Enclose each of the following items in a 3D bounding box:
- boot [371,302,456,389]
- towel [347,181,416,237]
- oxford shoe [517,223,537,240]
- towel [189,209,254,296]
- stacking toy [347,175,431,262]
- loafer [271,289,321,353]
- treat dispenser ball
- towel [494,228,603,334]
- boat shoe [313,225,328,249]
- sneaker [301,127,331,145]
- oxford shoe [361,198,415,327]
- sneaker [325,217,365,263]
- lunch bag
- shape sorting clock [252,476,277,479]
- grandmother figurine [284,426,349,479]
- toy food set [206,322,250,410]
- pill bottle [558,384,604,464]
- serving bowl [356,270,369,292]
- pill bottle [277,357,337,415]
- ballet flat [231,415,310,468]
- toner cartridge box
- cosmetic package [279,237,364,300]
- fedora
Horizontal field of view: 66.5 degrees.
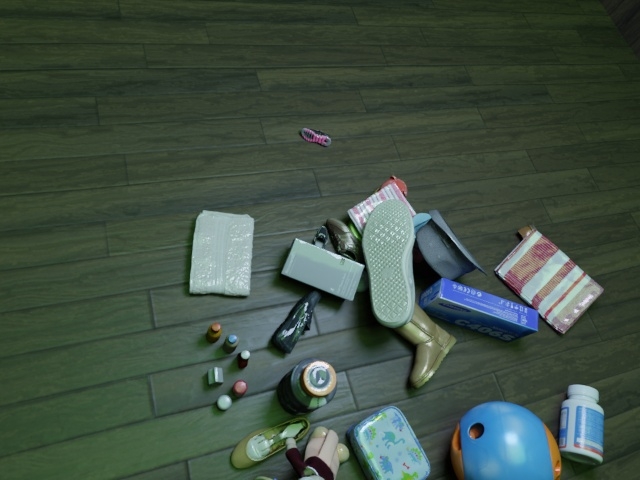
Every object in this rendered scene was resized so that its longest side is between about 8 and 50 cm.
[{"bbox_3d":[0.269,0.302,1.556,0.269,0.089,0.236,41,57,9],"label":"boot"},{"bbox_3d":[0.207,-0.092,1.664,0.197,0.029,0.144,-32,82,-2],"label":"towel"},{"bbox_3d":[0.813,0.047,1.863,0.076,0.076,0.212,-19,72,8],"label":"oxford shoe"},{"bbox_3d":[-0.305,0.037,1.526,0.187,0.049,0.282,5,64,-14],"label":"towel"},{"bbox_3d":[0.266,-0.056,1.699,0.279,0.130,0.309,-37,79,-29],"label":"stacking toy"},{"bbox_3d":[-0.061,0.244,1.488,0.078,0.076,0.223,44,58,-9],"label":"loafer"},{"bbox_3d":[0.511,0.599,1.358,0.288,0.288,0.288,7,63,-14],"label":"treat dispenser ball"},{"bbox_3d":[0.832,0.147,1.777,0.329,0.037,0.237,44,82,7],"label":"towel"},{"bbox_3d":[0.000,0.000,1.642,0.046,0.038,0.125,19,59,1],"label":"boat shoe"},{"bbox_3d":[-0.016,-0.398,1.837,0.119,0.047,0.057,21,44,-10],"label":"sneaker"},{"bbox_3d":[0.224,0.072,1.551,0.169,0.130,0.449,-7,60,16],"label":"oxford shoe"},{"bbox_3d":[0.077,0.004,1.647,0.188,0.066,0.071,45,58,7],"label":"sneaker"},{"bbox_3d":[0.194,0.595,1.378,0.176,0.090,0.219,-23,73,-24],"label":"lunch bag"},{"bbox_3d":[-0.093,0.663,1.193,0.206,0.206,0.040,44,48,7],"label":"shape sorting clock"},{"bbox_3d":[-0.006,0.563,1.194,0.208,0.342,0.104,33,92,5],"label":"grandmother figurine"},{"bbox_3d":[-0.256,0.345,1.355,0.111,0.104,0.232,-2,65,-18],"label":"toy food set"},{"bbox_3d":[0.835,0.584,1.560,0.124,0.124,0.221,24,61,-4],"label":"pill bottle"},{"bbox_3d":[0.130,0.130,1.624,0.083,0.027,0.083,7,63,-15],"label":"serving bowl"},{"bbox_3d":[-0.032,0.393,1.318,0.131,0.245,0.130,7,63,-14],"label":"pill bottle"},{"bbox_3d":[-0.132,0.536,1.317,0.232,0.073,0.080,-22,72,-25],"label":"ballet flat"},{"bbox_3d":[0.517,0.235,1.612,0.348,0.165,0.075,19,61,-7],"label":"toner cartridge box"},{"bbox_3d":[0.002,0.092,1.545,0.238,0.107,0.127,21,84,-9],"label":"cosmetic package"},{"bbox_3d":[0.403,0.036,1.578,0.124,0.244,0.275,-38,86,14],"label":"fedora"}]
